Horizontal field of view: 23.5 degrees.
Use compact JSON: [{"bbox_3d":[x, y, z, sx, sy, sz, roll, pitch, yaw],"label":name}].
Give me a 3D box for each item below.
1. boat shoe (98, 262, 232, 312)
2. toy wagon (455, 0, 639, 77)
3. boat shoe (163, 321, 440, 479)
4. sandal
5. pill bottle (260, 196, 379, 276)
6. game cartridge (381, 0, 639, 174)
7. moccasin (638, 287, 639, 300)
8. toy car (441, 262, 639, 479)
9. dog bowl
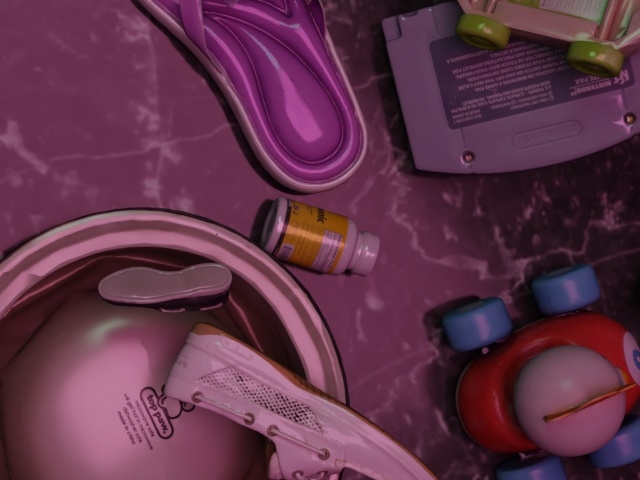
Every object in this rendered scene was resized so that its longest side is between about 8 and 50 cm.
[{"bbox_3d":[-0.145,0.049,1.445,0.125,0.038,0.046,-8,48,-14],"label":"boat shoe"},{"bbox_3d":[0.222,-0.318,1.568,0.344,0.068,0.267,16,82,20],"label":"toy wagon"},{"bbox_3d":[-0.020,0.183,1.447,0.277,0.098,0.096,31,83,-2],"label":"boat shoe"},{"bbox_3d":[-0.074,-0.241,1.584,0.169,0.102,0.416,-37,97,-11],"label":"sandal"},{"bbox_3d":[0.000,0.000,1.618,0.116,0.065,0.065,18,85,-13],"label":"pill bottle"},{"bbox_3d":[0.227,-0.175,1.626,0.294,0.060,0.196,-13,89,13],"label":"game cartridge"},{"bbox_3d":[0.539,0.105,1.718,0.380,0.139,0.147,33,91,-2],"label":"moccasin"},{"bbox_3d":[0.266,0.154,1.590,0.210,0.238,0.219,-20,94,-13],"label":"toy car"},{"bbox_3d":[-0.185,0.174,1.530,0.408,0.150,0.408,0,88,-13],"label":"dog bowl"}]
